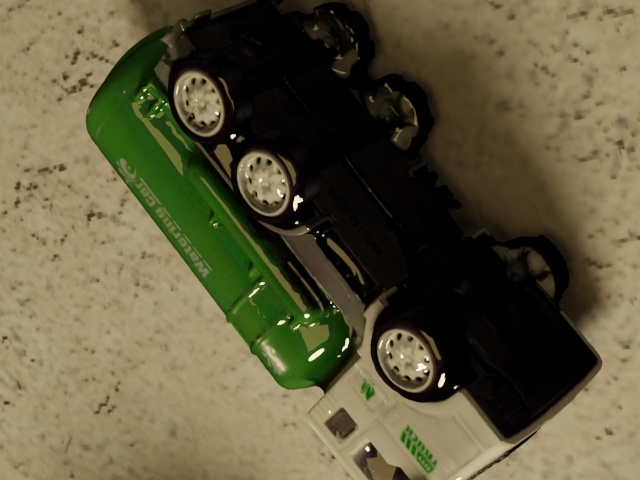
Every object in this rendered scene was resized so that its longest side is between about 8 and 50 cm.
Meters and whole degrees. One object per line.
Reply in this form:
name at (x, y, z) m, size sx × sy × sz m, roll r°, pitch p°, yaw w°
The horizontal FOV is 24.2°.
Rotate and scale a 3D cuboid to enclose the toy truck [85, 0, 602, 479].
toy truck at (0.000, 0.000, 0.645) m, size 0.242 × 0.101 × 0.125 m, roll 51°, pitch 133°, yaw 9°
